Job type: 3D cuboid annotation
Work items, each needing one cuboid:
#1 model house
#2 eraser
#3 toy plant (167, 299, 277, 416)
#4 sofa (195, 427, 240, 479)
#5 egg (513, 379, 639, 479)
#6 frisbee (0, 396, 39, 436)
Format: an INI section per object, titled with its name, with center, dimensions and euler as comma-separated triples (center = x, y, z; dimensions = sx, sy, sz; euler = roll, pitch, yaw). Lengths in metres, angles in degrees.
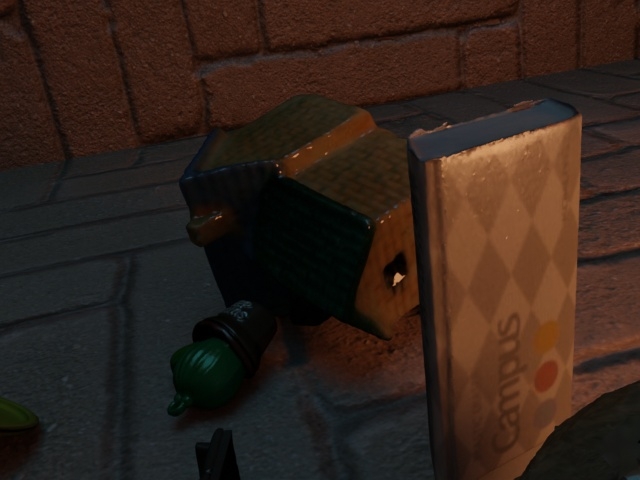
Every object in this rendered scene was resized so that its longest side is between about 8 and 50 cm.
[model house]
center = 0.000, 0.000, 1.065
dimensions = 0.343, 0.334, 0.382
euler = -34, 38, -28
[eraser]
center = 0.174, 0.078, 0.666
dimensions = 0.213, 0.396, 0.082
euler = -18, 25, -25
[toy plant]
center = -0.151, 0.166, 0.951
dimensions = 0.143, 0.105, 0.200
euler = 2, 35, 48
[sofa]
center = -0.127, 0.273, 0.706
dimensions = 0.060, 0.085, 0.147
euler = -2, 24, 5
[egg]
center = 0.259, 0.228, 0.470
dimensions = 0.310, 0.279, 0.279
euler = -21, 26, -26
[frisbee]
center = -0.487, 0.213, 0.879
dimensions = 0.236, 0.017, 0.236
euler = 16, -8, 2
